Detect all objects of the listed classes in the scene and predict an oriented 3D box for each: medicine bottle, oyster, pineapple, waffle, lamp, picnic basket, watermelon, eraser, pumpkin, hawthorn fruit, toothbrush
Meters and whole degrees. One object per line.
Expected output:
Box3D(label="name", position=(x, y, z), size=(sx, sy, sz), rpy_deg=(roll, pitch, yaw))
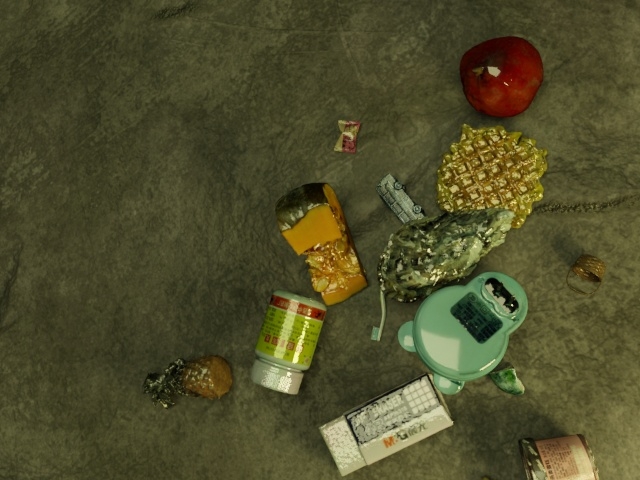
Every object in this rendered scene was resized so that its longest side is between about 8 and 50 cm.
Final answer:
Box3D(label="medicine bottle", position=(-0.079, 0.240, 1.649), size=(0.139, 0.139, 0.226), rpy_deg=(16, 85, 19))
Box3D(label="oyster", position=(0.283, 0.015, 1.569), size=(0.350, 0.162, 0.158), rpy_deg=(-29, 28, 25))
Box3D(label="pineapple", position=(-0.344, 0.356, 1.733), size=(0.237, 0.111, 0.119), rpy_deg=(-12, 44, 24))
Box3D(label="waffle", position=(0.400, -0.150, 1.624), size=(0.254, 0.052, 0.245), rpy_deg=(16, 86, 19))
Box3D(label="lamp", position=(0.329, 0.187, 1.528), size=(0.284, 0.147, 0.209), rpy_deg=(-44, 75, 10))
Box3D(label="picnic basket", position=(0.580, 0.079, 1.513), size=(0.072, 0.072, 0.083), rpy_deg=(27, 76, 20))
Box3D(label="watermelon", position=(0.426, 0.306, 1.538), size=(0.085, 0.085, 0.061), rpy_deg=(22, 57, 20))
Box3D(label="eraser", position=(0.150, 0.419, 1.572), size=(0.287, 0.086, 0.130), rpy_deg=(-30, 73, 10))
Box3D(label="pumpkin", position=(0.001, -0.001, 1.645), size=(0.139, 0.190, 0.281), rpy_deg=(-24, 74, 10))
Box3D(label="hawthorn fruit", position=(0.400, -0.380, 1.585), size=(0.189, 0.251, 0.190), rpy_deg=(-1, 88, 43))
Box3D(label="toothbrush", position=(0.157, 0.113, 1.664), size=(0.026, 0.022, 0.263), rpy_deg=(10, 83, 7))

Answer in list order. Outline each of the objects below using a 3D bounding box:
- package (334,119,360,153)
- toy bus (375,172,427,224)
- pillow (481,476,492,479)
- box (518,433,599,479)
Box3D(label="package", position=(0.068, -0.265, 1.762), size=(0.059, 0.029, 0.083), rpy_deg=(8, 92, 11))
Box3D(label="toy bus", position=(0.200, -0.086, 1.676), size=(0.065, 0.047, 0.166), rpy_deg=(-40, 71, 10))
Box3D(label="pillow", position=(0.372, 0.627, 1.488), size=(0.113, 0.038, 0.204), rpy_deg=(16, 85, 19))
Box3D(label="box", position=(0.496, 0.473, 1.427), size=(0.135, 0.151, 0.151), rpy_deg=(-16, 75, 5))
